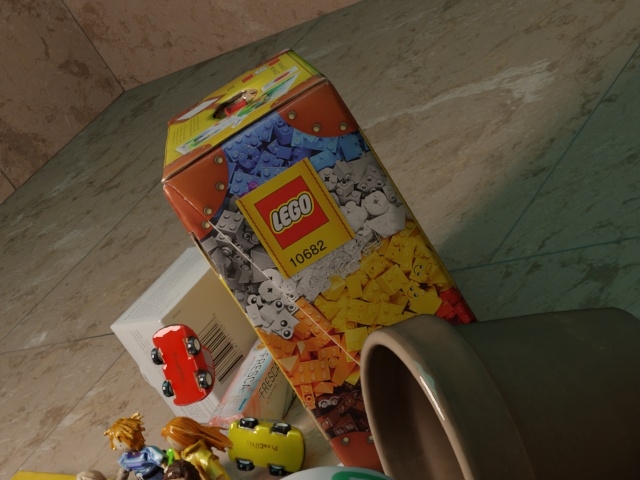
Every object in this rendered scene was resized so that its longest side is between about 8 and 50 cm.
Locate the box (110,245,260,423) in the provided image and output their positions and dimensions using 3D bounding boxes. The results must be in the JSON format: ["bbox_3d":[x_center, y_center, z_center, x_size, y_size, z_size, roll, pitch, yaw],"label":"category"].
[{"bbox_3d":[-0.148,0.123,1.889,0.119,0.181,0.182,-10,31,47],"label":"box"}]

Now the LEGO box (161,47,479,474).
[{"bbox_3d":[0.000,0.000,1.580,0.193,0.372,0.500,-32,13,1],"label":"LEGO box"}]

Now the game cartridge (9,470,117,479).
[{"bbox_3d":[-0.386,0.413,1.789,0.324,0.052,0.285,-5,34,48],"label":"game cartridge"}]

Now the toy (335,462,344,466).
[{"bbox_3d":[0.080,0.249,1.435,0.237,0.056,0.137,-29,22,1],"label":"toy"}]

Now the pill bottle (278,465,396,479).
[{"bbox_3d":[0.034,0.343,1.061,0.204,0.204,0.361,-32,23,4],"label":"pill bottle"}]

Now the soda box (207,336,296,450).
[{"bbox_3d":[-0.073,0.191,1.792,0.058,0.063,0.183,-19,25,33],"label":"soda box"}]

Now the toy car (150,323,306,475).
[{"bbox_3d":[-0.147,0.245,1.695,0.225,0.239,0.053,-54,-15,18],"label":"toy car"}]

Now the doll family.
[{"bbox_3d":[-0.171,0.272,1.606,0.263,0.163,0.118,-14,28,43],"label":"doll family"}]

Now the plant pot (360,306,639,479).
[{"bbox_3d":[0.189,0.167,1.245,0.229,0.263,0.263,-18,16,-15],"label":"plant pot"}]
